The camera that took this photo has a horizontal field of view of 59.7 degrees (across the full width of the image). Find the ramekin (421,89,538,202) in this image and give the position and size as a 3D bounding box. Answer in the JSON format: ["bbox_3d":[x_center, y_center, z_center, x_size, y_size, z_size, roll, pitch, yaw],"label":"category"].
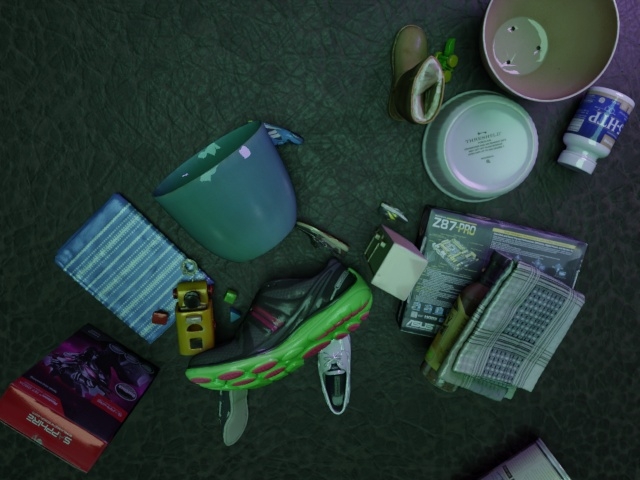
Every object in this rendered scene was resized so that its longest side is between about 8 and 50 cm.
[{"bbox_3d":[0.382,-0.220,1.320,0.272,0.127,0.273,0,100,0],"label":"ramekin"}]

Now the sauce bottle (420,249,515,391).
[{"bbox_3d":[0.356,0.186,1.307,0.111,0.111,0.344,26,101,-5],"label":"sauce bottle"}]

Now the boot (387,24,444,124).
[{"bbox_3d":[0.215,-0.370,1.220,0.089,0.269,0.236,2,101,-3],"label":"boot"}]

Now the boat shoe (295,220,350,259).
[{"bbox_3d":[0.000,0.000,1.394,0.152,0.056,0.049,28,94,-5],"label":"boat shoe"}]

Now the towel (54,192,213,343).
[{"bbox_3d":[-0.475,0.073,1.421,0.243,0.040,0.336,-45,99,5],"label":"towel"}]

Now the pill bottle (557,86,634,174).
[{"bbox_3d":[0.645,-0.256,1.322,0.112,0.112,0.187,23,99,-4],"label":"pill bottle"}]

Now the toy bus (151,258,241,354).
[{"bbox_3d":[-0.312,0.183,1.381,0.202,0.104,0.191,40,95,-18],"label":"toy bus"}]

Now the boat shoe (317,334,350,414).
[{"bbox_3d":[0.040,0.318,1.434,0.095,0.084,0.258,-10,99,2],"label":"boat shoe"}]

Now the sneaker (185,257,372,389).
[{"bbox_3d":[-0.108,0.209,1.371,0.482,0.185,0.202,-28,58,-6],"label":"sneaker"}]

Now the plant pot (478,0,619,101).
[{"bbox_3d":[0.476,-0.449,1.248,0.284,0.191,0.284,0,100,-1],"label":"plant pot"}]

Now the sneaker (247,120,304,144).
[{"bbox_3d":[-0.111,-0.249,1.353,0.144,0.053,0.059,16,99,6],"label":"sneaker"}]

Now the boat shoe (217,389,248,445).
[{"bbox_3d":[-0.237,0.442,1.480,0.065,0.075,0.206,20,110,40],"label":"boat shoe"}]

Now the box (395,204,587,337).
[{"bbox_3d":[0.417,0.108,1.394,0.394,0.097,0.318,12,102,-2],"label":"box"}]

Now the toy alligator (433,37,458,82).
[{"bbox_3d":[0.285,-0.385,1.332,0.051,0.056,0.190,13,104,-44],"label":"toy alligator"}]

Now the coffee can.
[{"bbox_3d":[0.517,0.674,1.439,0.275,0.201,0.201,-37,98,6],"label":"coffee can"}]

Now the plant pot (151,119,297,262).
[{"bbox_3d":[-0.190,-0.093,1.271,0.293,0.293,0.235,-32,112,5],"label":"plant pot"}]

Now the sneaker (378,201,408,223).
[{"bbox_3d":[0.182,-0.064,1.399,0.083,0.031,0.035,33,112,-1],"label":"sneaker"}]

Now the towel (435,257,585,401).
[{"bbox_3d":[0.445,0.222,1.273,0.312,0.056,0.324,23,102,-37],"label":"towel"}]

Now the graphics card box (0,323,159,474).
[{"bbox_3d":[-0.542,0.346,1.295,0.232,0.371,0.094,34,98,-5],"label":"graphics card box"}]

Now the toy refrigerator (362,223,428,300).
[{"bbox_3d":[0.161,0.041,1.293,0.094,0.269,0.102,29,99,-4],"label":"toy refrigerator"}]
